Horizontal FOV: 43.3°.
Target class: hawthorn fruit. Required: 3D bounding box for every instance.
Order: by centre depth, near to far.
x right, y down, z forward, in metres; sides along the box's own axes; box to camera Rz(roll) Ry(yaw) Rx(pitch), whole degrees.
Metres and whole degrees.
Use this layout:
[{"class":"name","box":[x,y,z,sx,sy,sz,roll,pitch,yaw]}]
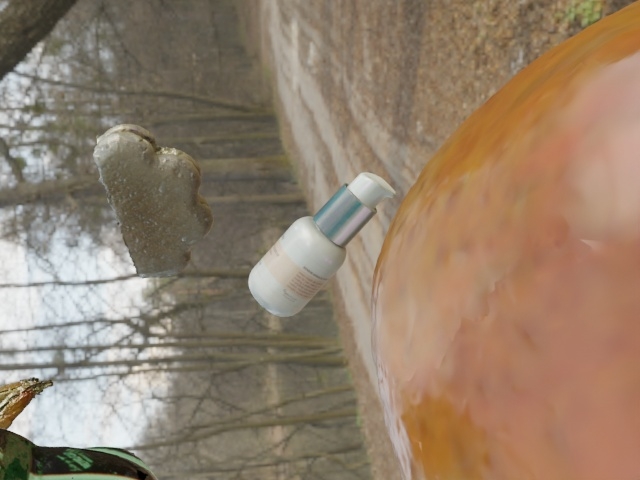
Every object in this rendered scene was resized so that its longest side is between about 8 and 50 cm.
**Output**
[{"class":"hawthorn fruit","box":[0.254,0.077,0.504,0.472,0.471,0.472,178,90,-84]}]

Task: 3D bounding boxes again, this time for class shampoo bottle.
[{"class":"shampoo bottle","box":[0.000,0.000,0.901,0.192,0.074,0.074,-49,22,16]}]

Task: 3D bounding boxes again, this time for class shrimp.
[{"class":"shrimp","box":[-0.544,0.285,1.375,0.091,0.184,0.043,46,146,21]}]

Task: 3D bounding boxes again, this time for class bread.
[{"class":"bread","box":[-0.311,-0.076,1.568,0.102,0.183,0.337,-109,7,-53]}]

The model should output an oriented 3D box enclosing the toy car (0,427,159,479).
[{"class":"toy car","box":[-0.273,0.219,0.647,0.136,0.305,0.125,-108,19,-59]}]
